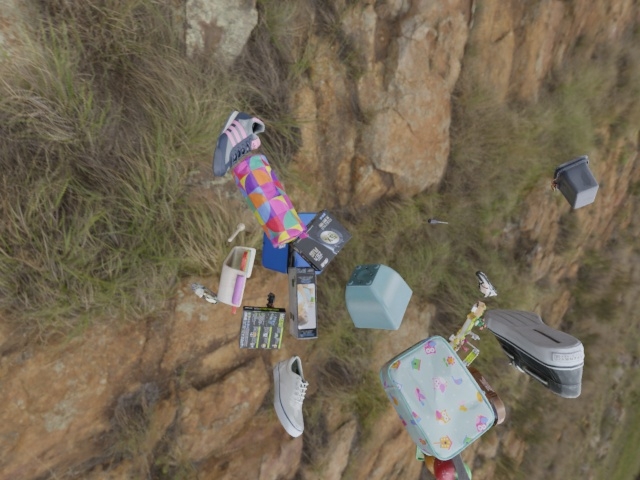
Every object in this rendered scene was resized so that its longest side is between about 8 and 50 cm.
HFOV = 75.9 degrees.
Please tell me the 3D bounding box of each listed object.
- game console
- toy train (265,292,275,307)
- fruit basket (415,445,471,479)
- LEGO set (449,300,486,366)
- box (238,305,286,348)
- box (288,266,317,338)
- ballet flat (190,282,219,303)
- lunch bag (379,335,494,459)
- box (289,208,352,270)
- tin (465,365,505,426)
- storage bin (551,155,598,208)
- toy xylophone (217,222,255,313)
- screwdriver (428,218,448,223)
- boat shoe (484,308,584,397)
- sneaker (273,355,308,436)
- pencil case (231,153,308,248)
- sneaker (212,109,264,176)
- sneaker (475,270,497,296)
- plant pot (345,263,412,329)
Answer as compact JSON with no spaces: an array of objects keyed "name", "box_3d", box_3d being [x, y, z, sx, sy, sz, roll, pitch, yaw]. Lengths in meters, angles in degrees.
[{"name":"game console","box_3d":[-0.122,0.002,1.915,0.249,0.173,0.294,-2,105,-27]},{"name":"toy train","box_3d":[-0.221,0.294,1.811,0.027,0.036,0.159,-46,155,-51]},{"name":"fruit basket","box_3d":[0.430,0.723,1.375,0.165,0.353,0.328,-8,119,-6]},{"name":"LEGO set","box_3d":[0.574,0.379,1.582,0.287,0.107,0.132,-54,147,5]},{"name":"box","box_3d":[-0.252,0.377,1.768,0.183,0.045,0.191,4,111,-16]},{"name":"box","box_3d":[-0.077,0.255,1.723,0.087,0.169,0.291,0,85,-15]},{"name":"ballet flat","box_3d":[-0.395,0.185,1.412,0.114,0.041,0.041,32,90,-16]},{"name":"lunch bag","box_3d":[0.310,0.411,1.092,0.223,0.279,0.108,-26,165,-21]},{"name":"box","box_3d":[0.000,0.000,1.516,0.147,0.077,0.180,46,75,-10]},{"name":"tin","box_3d":[0.485,0.471,1.253,0.040,0.190,0.106,-6,129,-23]},{"name":"storage bin","box_3d":[0.689,-0.148,1.112,0.098,0.091,0.135,-24,151,17]},{"name":"toy xylophone","box_3d":[-0.273,0.082,1.367,0.081,0.323,0.237,12,110,-6]},{"name":"screwdriver","box_3d":[0.552,-0.087,1.925,0.169,0.025,0.024,1,100,-48]},{"name":"boat shoe","box_3d":[0.451,0.236,0.908,0.335,0.120,0.119,-49,135,-83]},{"name":"sneaker","box_3d":[-0.083,0.450,1.227,0.091,0.258,0.094,-40,124,12]},{"name":"pencil case","box_3d":[-0.125,-0.094,1.013,0.104,0.237,0.104,-30,178,-1]},{"name":"sneaker","box_3d":[-0.284,-0.338,1.440,0.112,0.130,0.319,109,-7,-54]},{"name":"sneaker","box_3d":[0.524,0.143,1.321,0.109,0.043,0.040,51,33,-18]},{"name":"plant pot","box_3d":[0.257,0.252,1.988,0.252,0.247,0.247,57,46,-30]}]
